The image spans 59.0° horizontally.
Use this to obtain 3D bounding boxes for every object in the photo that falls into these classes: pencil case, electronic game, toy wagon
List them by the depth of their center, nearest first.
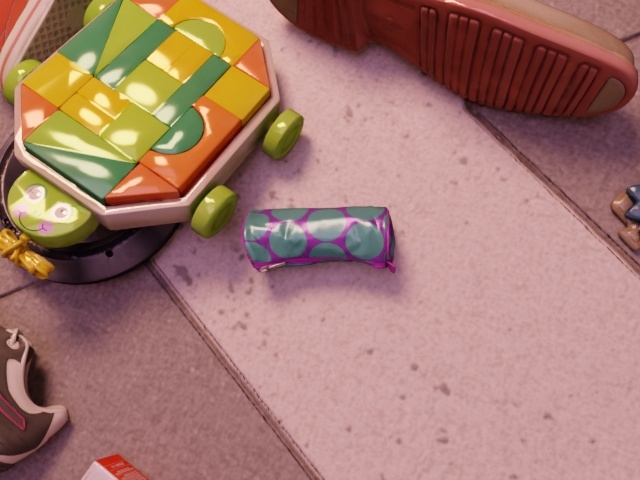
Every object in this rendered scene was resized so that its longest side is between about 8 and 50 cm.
[{"bbox_3d":[0.000,0.000,0.579,0.152,0.064,0.070,-3,62,8],"label":"pencil case"},{"bbox_3d":[-0.195,-0.112,0.585,0.267,0.068,0.344,34,68,7],"label":"toy wagon"},{"bbox_3d":[-0.260,-0.063,0.636,0.229,0.048,0.229,0,73,1],"label":"electronic game"}]

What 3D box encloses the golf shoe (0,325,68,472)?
[{"bbox_3d":[-0.372,0.108,0.591,0.120,0.105,0.272,-26,91,-21],"label":"golf shoe"}]

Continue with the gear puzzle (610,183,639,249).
[{"bbox_3d":[0.446,0.039,0.519,0.175,0.044,0.339,-39,76,-1],"label":"gear puzzle"}]

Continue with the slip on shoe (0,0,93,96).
[{"bbox_3d":[-0.294,-0.315,0.662,0.101,0.123,0.331,30,89,16],"label":"slip on shoe"}]

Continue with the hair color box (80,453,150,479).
[{"bbox_3d":[-0.173,0.299,0.549,0.167,0.053,0.093,33,84,14],"label":"hair color box"}]

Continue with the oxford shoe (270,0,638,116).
[{"bbox_3d":[0.137,-0.253,0.577,0.397,0.140,0.146,27,76,10],"label":"oxford shoe"}]
